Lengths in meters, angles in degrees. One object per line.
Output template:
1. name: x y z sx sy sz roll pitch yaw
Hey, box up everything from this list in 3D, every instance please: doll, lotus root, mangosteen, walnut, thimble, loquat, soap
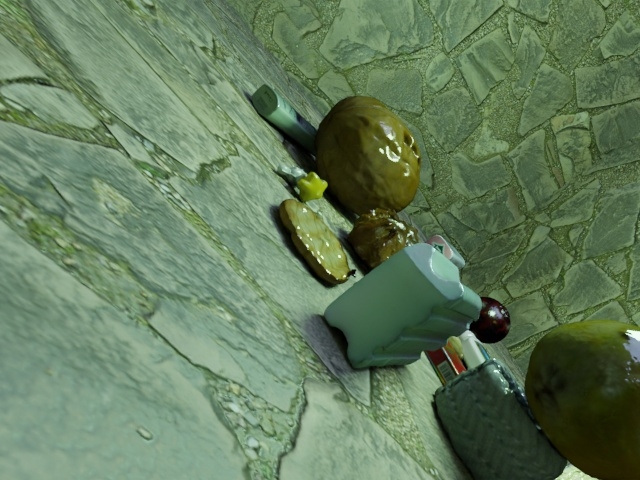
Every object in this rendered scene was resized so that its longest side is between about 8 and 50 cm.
1. doll: -0.043 -0.139 1.194 0.113 0.072 0.135 35 5 8
2. lotus root: 0.350 0.280 1.370 0.150 0.073 0.062 50 57 -12
3. mangosteen: 0.664 0.327 2.009 0.210 0.209 0.210 48 14 -16
4. walnut: 0.151 -0.254 1.551 0.398 0.307 0.354 42 39 -42
5. thimble: 0.352 0.369 0.974 0.246 0.157 0.217 55 13 15
6. loquat: 0.498 0.277 0.868 0.283 0.276 0.276 19 25 -17
7. soap: 0.174 0.128 0.893 0.115 0.208 0.347 59 15 25

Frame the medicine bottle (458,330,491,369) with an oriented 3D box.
1. medicine bottle: 0.501 0.381 1.588 0.115 0.078 0.219 43 16 -25

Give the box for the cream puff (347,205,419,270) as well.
1. cream puff: 0.179 0.018 1.329 0.241 0.154 0.269 43 22 -15

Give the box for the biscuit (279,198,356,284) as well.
1. biscuit: -0.004 0.004 0.994 0.203 0.041 0.260 51 13 9

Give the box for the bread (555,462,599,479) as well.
1. bread: 0.799 0.799 1.470 0.142 0.178 0.266 87 -18 -53

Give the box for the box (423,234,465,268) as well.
1. box: 0.423 0.092 1.840 0.112 0.190 0.369 58 16 21

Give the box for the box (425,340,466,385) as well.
1. box: 0.314 0.305 1.237 0.112 0.048 0.175 36 22 -45

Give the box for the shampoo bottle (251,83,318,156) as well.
1. shampoo bottle: -0.088 -0.375 1.582 0.134 0.078 0.359 55 14 25
